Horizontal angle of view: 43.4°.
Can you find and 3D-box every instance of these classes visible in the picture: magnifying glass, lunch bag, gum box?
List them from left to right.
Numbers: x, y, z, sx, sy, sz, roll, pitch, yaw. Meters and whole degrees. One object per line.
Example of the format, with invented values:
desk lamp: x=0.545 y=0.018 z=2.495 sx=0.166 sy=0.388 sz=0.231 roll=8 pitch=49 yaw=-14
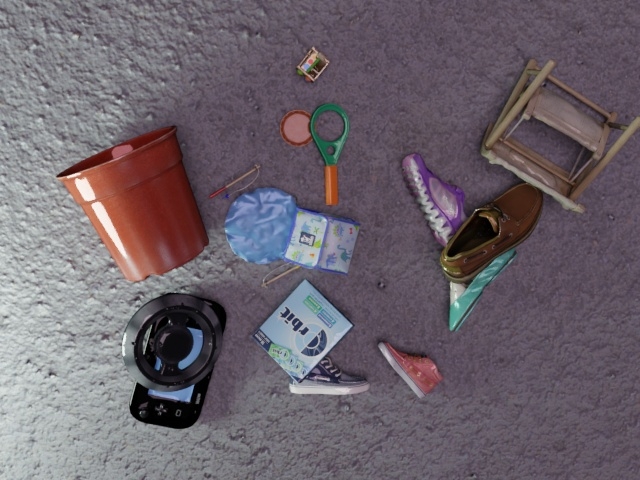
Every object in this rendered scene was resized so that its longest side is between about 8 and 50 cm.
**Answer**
gum box: x=-0.040 y=0.209 z=1.861 sx=0.157 sy=0.041 sz=0.184 roll=44 pitch=93 yaw=12
lunch bag: x=0.000 y=0.000 z=1.828 sx=0.151 sy=0.096 sz=0.129 roll=13 pitch=96 yaw=-15
magnifying glass: x=0.023 y=-0.197 z=1.843 sx=0.092 sy=0.026 sz=0.231 roll=-5 pitch=99 yaw=-15

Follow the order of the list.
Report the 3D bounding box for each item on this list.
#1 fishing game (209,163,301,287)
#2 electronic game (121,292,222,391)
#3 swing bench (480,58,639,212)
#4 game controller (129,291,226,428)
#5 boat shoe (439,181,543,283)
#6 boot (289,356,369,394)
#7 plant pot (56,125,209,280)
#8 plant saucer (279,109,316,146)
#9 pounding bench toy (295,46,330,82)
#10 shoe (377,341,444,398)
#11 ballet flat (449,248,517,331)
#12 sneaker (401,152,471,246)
fishing game: x=-0.127 y=-0.037 z=1.851 sx=0.189 sy=0.041 sz=0.264 roll=-33 pitch=107 yaw=1
electronic game: x=-0.330 y=0.230 z=1.803 sx=0.229 sy=0.048 sz=0.229 roll=-6 pitch=104 yaw=-24
swing bench: x=0.527 y=-0.235 z=1.811 sx=0.253 sy=0.165 sz=0.254 roll=31 pitch=100 yaw=-8
game controller: x=-0.330 y=0.280 z=1.865 sx=0.166 sy=0.067 sz=0.319 roll=16 pitch=97 yaw=-6
boat shoe: x=0.395 y=-0.030 z=1.816 sx=0.111 sy=0.104 sz=0.307 roll=36 pitch=75 yaw=31
boot: x=0.021 y=0.313 z=1.892 sx=0.190 sy=0.069 sz=0.086 roll=-1 pitch=93 yaw=-2
plant pot: x=-0.380 y=-0.072 z=1.729 sx=0.272 sy=0.272 sz=0.265 roll=-23 pitch=107 yaw=-1
plant saucer: x=-0.051 y=-0.257 z=1.838 sx=0.083 sy=0.013 sz=0.083 roll=0 pitch=98 yaw=-3
pounding bench toy: x=-0.019 y=-0.388 z=1.787 sx=0.052 sy=0.083 sz=0.065 roll=39 pitch=93 yaw=-8
shoe: x=0.215 y=0.288 z=1.909 sx=0.081 sy=0.063 sz=0.178 roll=-40 pitch=104 yaw=1
ballet flat: x=0.356 y=0.096 z=1.887 sx=0.087 sy=0.083 sz=0.247 roll=38 pitch=90 yaw=6
sneaker: x=0.273 y=-0.105 z=1.848 sx=0.104 sy=0.095 sz=0.236 roll=-31 pitch=104 yaw=-5
